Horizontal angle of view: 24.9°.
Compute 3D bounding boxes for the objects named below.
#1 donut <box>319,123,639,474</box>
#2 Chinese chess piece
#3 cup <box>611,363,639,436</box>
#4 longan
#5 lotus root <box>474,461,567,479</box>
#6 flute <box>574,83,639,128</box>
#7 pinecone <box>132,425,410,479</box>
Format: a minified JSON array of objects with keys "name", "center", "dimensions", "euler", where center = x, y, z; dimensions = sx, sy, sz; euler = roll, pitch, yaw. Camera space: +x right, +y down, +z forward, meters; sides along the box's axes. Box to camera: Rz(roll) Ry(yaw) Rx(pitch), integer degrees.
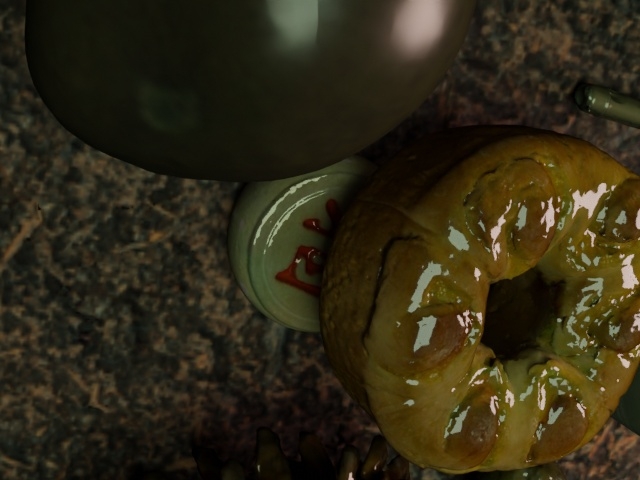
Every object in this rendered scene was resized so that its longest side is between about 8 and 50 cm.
[{"name":"donut","center":[0.107,0.035,0.903],"dimensions":[0.226,0.114,0.227],"euler":[-12,114,-28]},{"name":"Chinese chess piece","center":[0.000,0.000,0.937],"dimensions":[0.122,0.051,0.122],"euler":[-6,113,-15]},{"name":"cup","center":[0.226,0.084,0.995],"dimensions":[0.120,0.141,0.120],"euler":[-6,112,-16]},{"name":"longan","center":[-0.038,-0.135,0.765],"dimensions":[0.248,0.248,0.248],"euler":[-7,114,-15]},{"name":"lotus root","center":[0.148,0.228,1.064],"dimensions":[0.089,0.080,0.179],"euler":[-2,109,-2]},{"name":"flute","center":[0.276,-0.070,1.010],"dimensions":[0.233,0.027,0.027],"euler":[14,107,-22]},{"name":"pinecone","center":[-0.043,0.242,0.940],"dimensions":[0.309,0.244,0.244],"euler":[-2,114,6]}]
